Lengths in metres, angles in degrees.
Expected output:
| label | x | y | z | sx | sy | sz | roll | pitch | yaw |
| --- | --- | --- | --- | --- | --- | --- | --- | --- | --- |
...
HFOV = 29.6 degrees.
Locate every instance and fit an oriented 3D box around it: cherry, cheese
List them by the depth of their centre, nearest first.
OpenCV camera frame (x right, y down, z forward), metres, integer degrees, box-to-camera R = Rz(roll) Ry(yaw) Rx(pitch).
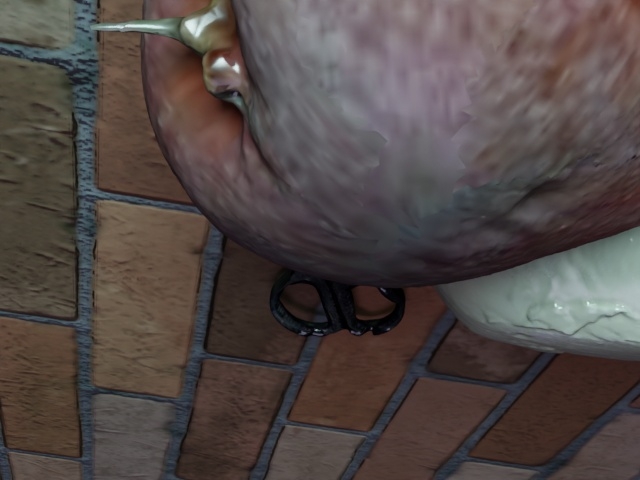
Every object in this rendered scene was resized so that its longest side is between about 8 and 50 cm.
| label | x | y | z | sx | sy | sz | roll | pitch | yaw |
| --- | --- | --- | --- | --- | --- | --- | --- | --- | --- |
| cherry | 0.060 | -0.092 | 0.505 | 0.307 | 0.221 | 0.261 | 4 | 159 | -21 |
| cheese | 0.148 | -0.011 | 0.691 | 0.188 | 0.155 | 0.198 | 1 | 169 | 9 |

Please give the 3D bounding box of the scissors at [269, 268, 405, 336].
| label | x | y | z | sx | sy | sz | roll | pitch | yaw |
| --- | --- | --- | --- | --- | --- | --- | --- | --- | --- |
| scissors | 0.000 | 0.000 | 0.883 | 0.109 | 0.022 | 0.300 | -3 | 150 | 8 |
